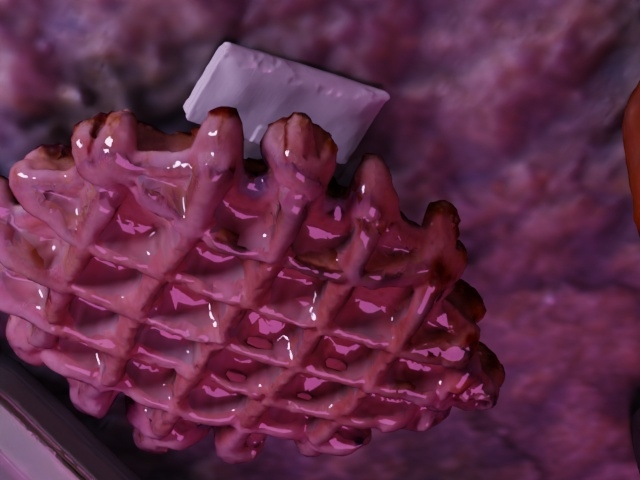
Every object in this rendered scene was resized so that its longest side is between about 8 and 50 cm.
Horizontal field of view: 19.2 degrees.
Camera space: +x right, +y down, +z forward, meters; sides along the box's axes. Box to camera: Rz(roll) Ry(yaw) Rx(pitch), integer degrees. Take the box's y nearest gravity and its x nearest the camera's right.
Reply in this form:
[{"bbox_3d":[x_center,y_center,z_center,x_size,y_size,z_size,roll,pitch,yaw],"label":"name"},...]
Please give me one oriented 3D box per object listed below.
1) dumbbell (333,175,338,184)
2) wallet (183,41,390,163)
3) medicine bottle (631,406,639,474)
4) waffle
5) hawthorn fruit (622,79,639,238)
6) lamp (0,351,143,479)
[{"bbox_3d":[0.000,0.000,0.855,0.036,0.040,0.083,-46,138,-15],"label":"dumbbell"},{"bbox_3d":[-0.014,-0.058,0.811,0.083,0.011,0.044,15,128,-30],"label":"wallet"},{"bbox_3d":[0.239,0.111,1.008,0.130,0.080,0.080,-15,136,-2],"label":"medicine bottle"},{"bbox_3d":[-0.041,0.026,0.818,0.221,0.055,0.234,-9,138,22],"label":"waffle"},{"bbox_3d":[0.222,-0.018,0.791,0.210,0.210,0.262,-39,125,21],"label":"hawthorn fruit"},{"bbox_3d":[-0.165,0.214,0.932,0.269,0.047,0.266,-38,106,19],"label":"lamp"}]
